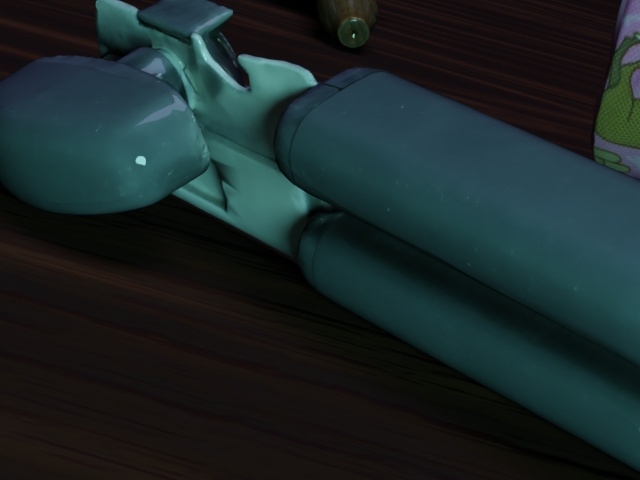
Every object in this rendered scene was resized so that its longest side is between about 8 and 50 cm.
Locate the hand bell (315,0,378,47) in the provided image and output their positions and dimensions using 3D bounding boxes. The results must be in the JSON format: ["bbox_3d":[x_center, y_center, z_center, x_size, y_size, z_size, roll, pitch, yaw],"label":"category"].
[{"bbox_3d":[0.012,-0.180,1.252,0.126,0.126,0.242,12,25,-12],"label":"hand bell"}]

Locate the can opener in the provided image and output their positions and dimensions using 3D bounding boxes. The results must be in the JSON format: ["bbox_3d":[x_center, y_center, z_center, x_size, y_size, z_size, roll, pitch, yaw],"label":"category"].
[{"bbox_3d":[0.000,0.000,0.545,0.095,0.076,0.283,-32,38,-26],"label":"can opener"}]

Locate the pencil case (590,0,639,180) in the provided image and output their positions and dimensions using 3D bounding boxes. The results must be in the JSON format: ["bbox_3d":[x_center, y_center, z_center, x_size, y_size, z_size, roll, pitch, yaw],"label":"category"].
[{"bbox_3d":[0.306,-0.042,0.807,0.386,0.160,0.167,20,6,25],"label":"pencil case"}]
